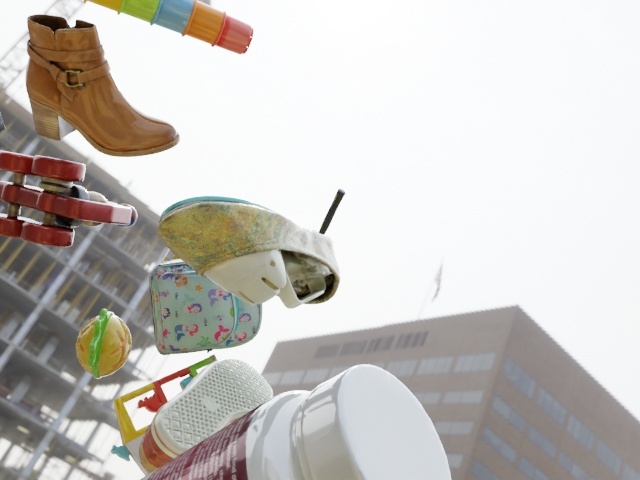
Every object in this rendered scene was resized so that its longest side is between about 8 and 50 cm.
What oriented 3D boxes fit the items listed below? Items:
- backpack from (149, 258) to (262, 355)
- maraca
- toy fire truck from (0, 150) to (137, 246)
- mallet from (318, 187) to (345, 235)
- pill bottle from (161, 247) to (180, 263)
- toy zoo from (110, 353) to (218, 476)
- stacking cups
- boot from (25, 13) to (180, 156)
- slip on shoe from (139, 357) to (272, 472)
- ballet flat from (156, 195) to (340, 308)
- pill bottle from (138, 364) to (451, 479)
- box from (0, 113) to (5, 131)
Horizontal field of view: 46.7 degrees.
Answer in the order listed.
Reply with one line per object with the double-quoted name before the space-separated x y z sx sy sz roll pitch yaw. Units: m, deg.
"backpack" -0.256 0.146 1.693 0.254 0.225 0.191 -4 5 -9
"maraca" -0.409 0.193 1.389 0.099 0.127 0.185 7 -18 -6
"toy fire truck" -0.523 -0.079 1.539 0.302 0.169 0.254 11 2 35
"mallet" 0.000 0.000 1.261 0.039 0.062 0.189 15 -55 -19
"pill bottle" -0.352 0.039 1.940 0.103 0.184 0.103 30 12 -7
"toy zoo" -0.322 0.395 1.628 0.192 0.293 0.030 62 -31 11
"stacking cups" -0.280 -0.434 1.403 0.316 0.096 0.096 17 -26 -21
"boot" -0.384 -0.275 1.307 0.283 0.109 0.220 14 -57 9
"slip on shoe" -0.185 0.284 1.223 0.123 0.331 0.101 47 -67 8
"ballet flat" -0.065 0.028 0.917 0.123 0.123 0.348 11 -3 25
"pill bottle" -0.057 0.316 0.867 0.392 0.224 0.224 -36 -64 27
"box" -0.572 -0.275 1.135 0.159 0.044 0.233 42 -27 9
